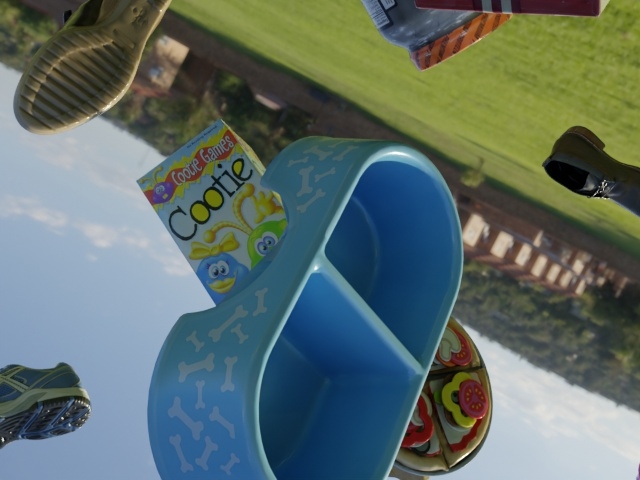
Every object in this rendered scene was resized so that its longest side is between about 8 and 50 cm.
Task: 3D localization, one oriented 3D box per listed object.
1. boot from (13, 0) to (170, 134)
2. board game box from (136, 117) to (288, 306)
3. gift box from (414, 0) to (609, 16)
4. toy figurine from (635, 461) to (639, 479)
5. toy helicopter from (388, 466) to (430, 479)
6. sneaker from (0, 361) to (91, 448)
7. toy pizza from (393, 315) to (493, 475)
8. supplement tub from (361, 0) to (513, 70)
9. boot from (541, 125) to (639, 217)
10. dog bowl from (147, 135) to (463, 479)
[{"bbox_3d":[-0.271,-0.202,0.926,0.090,0.248,0.206,47,154,-26],"label":"boot"},{"bbox_3d":[-0.094,0.003,1.087,0.275,0.144,0.142,55,-176,15],"label":"board game box"},{"bbox_3d":[0.251,-0.394,0.885,0.276,0.258,0.255,16,142,28],"label":"gift box"},{"bbox_3d":[0.472,0.309,1.015,0.159,0.173,0.130,33,154,8],"label":"toy figurine"},{"bbox_3d":[0.085,0.365,1.450,0.235,0.355,0.140,40,-164,28],"label":"toy helicopter"},{"bbox_3d":[-0.379,0.195,0.960,0.211,0.080,0.081,-5,-141,-23],"label":"sneaker"},{"bbox_3d":[0.110,0.150,0.888,0.201,0.201,0.032,26,145,-16],"label":"toy pizza"},{"bbox_3d":[0.121,-0.405,1.123,0.316,0.193,0.193,57,176,-12],"label":"supplement tub"},{"bbox_3d":[0.441,-0.079,1.274,0.219,0.082,0.106,41,-130,16],"label":"boot"},{"bbox_3d":[0.008,0.053,0.546,0.074,0.297,0.166,-7,134,43],"label":"dog bowl"}]
